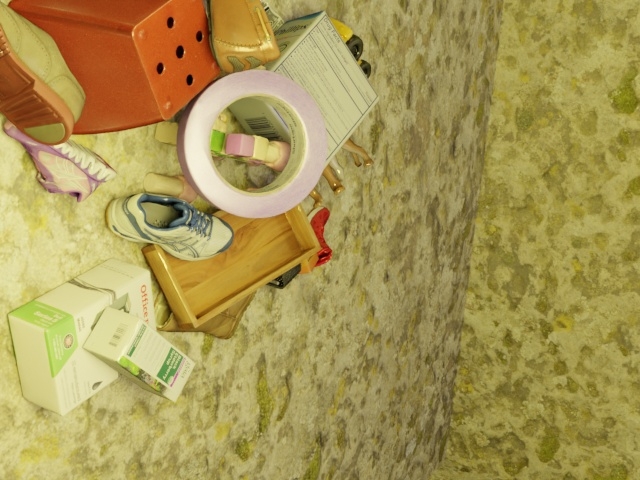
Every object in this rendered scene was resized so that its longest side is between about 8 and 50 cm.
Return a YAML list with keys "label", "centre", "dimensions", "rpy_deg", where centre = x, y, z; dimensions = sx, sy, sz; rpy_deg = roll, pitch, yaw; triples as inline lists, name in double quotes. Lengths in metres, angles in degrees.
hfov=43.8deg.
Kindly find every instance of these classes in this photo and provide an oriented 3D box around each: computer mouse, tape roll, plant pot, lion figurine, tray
- label: "computer mouse"
  centre: [-0.148, -0.530, 1.869]
  dimensions: [0.106, 0.042, 0.193]
  rpy_deg: [-52, 153, 0]
- label: "tape roll"
  centre: [-0.129, -0.182, 1.508]
  dimensions: [0.275, 0.090, 0.274]
  rpy_deg: [-3, 99, -20]
- label: "plant pot"
  centre: [-0.337, -0.348, 1.427]
  dimensions: [0.267, 0.236, 0.267]
  rpy_deg: [-52, 144, -36]
- label: "lion figurine"
  centre: [-0.005, -0.242, 2.171]
  dimensions: [0.240, 0.142, 0.392]
  rpy_deg: [55, 26, -6]
- label: "tray"
  centre: [-0.196, 0.021, 1.859]
  dimensions: [0.411, 0.076, 0.202]
  rpy_deg: [-32, 101, -39]

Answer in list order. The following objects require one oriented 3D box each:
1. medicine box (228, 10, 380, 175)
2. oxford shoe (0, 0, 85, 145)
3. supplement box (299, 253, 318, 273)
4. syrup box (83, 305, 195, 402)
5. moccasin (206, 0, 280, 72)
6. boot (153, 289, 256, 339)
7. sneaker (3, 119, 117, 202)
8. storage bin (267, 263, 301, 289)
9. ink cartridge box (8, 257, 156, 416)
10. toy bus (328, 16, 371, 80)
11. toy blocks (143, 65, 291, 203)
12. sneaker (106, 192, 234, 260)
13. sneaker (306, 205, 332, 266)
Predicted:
- label: "medicine box"
  centre: [-0.042, -0.340, 1.875]
  dimensions: [0.289, 0.149, 0.263]
  rpy_deg: [-53, 123, -26]
- label: "oxford shoe"
  centre: [-0.508, -0.316, 1.269]
  dimensions: [0.348, 0.123, 0.130]
  rpy_deg: [60, 30, -36]
- label: "supplement box"
  centre: [-0.081, -0.025, 2.134]
  dimensions: [0.078, 0.080, 0.233]
  rpy_deg: [-58, 134, -52]
- label: "syrup box"
  centre: [-0.351, 0.229, 1.573]
  dimensions: [0.093, 0.096, 0.237]
  rpy_deg: [-64, 149, -20]
- label: "moccasin"
  centre: [-0.140, -0.487, 1.418]
  dimensions: [0.139, 0.147, 0.379]
  rpy_deg: [72, 8, -69]
- label: "boot"
  centre: [-0.269, 0.124, 1.921]
  dimensions: [0.269, 0.089, 0.236]
  rpy_deg: [28, 78, -59]
- label: "sneaker"
  centre: [-0.479, -0.139, 1.436]
  dimensions: [0.104, 0.095, 0.236]
  rpy_deg: [-50, 144, 2]
- label: "storage bin"
  centre: [-0.129, 0.024, 2.080]
  dimensions: [0.084, 0.122, 0.180]
  rpy_deg: [-46, 140, -42]
- label: "ink cartridge box"
  centre: [-0.459, 0.183, 1.580]
  dimensions: [0.273, 0.115, 0.198]
  rpy_deg: [-36, 133, -50]
- label: "toy bus"
  centre: [0.011, -0.447, 2.107]
  dimensions: [0.211, 0.149, 0.220]
  rpy_deg: [-52, 149, -13]
- label: "toy blocks"
  centre: [-0.176, -0.213, 1.725]
  dimensions: [0.260, 0.289, 0.308]
  rpy_deg: [8, 94, -55]
- label: "sneaker"
  centre: [-0.290, -0.028, 1.662]
  dimensions: [0.297, 0.131, 0.111]
  rpy_deg: [11, 72, -40]
- label: "sneaker"
  centre: [0.000, 0.000, 2.290]
  dimensions: [0.221, 0.128, 0.087]
  rpy_deg: [-57, 147, -27]
